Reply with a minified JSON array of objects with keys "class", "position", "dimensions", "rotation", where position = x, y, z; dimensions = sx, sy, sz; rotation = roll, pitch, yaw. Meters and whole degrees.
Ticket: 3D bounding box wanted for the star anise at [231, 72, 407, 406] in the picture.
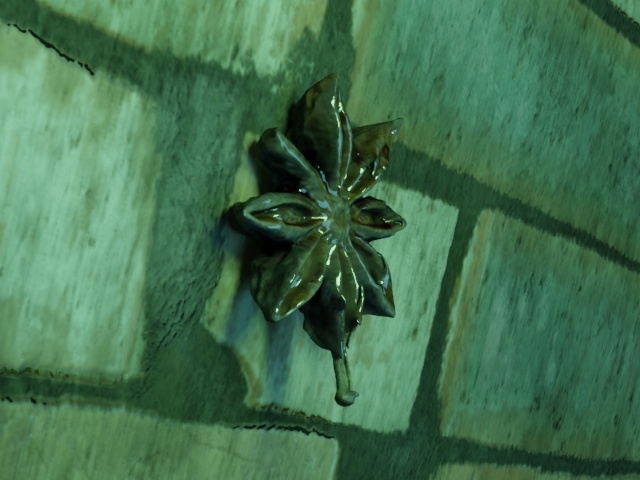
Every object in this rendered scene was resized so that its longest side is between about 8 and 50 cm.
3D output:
[{"class":"star anise","position":[0.000,0.000,1.449],"dimensions":[0.230,0.081,0.263],"rotation":[0,89,-60]}]
